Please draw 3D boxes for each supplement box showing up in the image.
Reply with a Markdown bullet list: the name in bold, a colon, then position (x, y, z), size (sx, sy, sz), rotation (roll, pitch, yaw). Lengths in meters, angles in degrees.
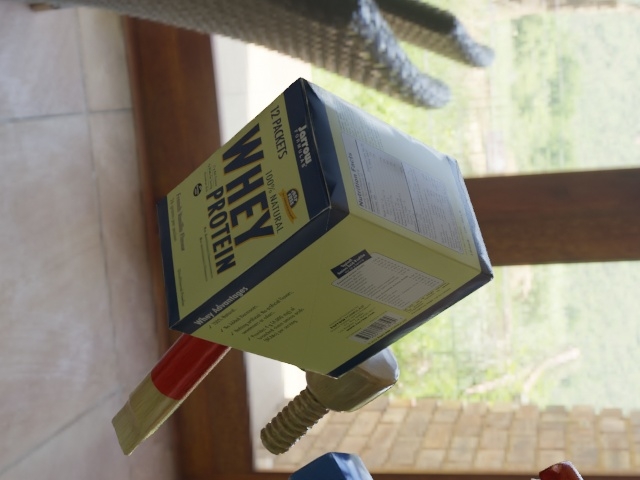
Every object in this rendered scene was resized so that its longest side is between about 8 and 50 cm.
- **supplement box**: position (0.000, 0.000, 0.367), size (0.083, 0.083, 0.056), rotation (23, 42, -40)

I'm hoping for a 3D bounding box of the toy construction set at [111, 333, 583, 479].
- **toy construction set**: position (0.006, 0.191, 0.514), size (0.309, 0.237, 0.257), rotation (49, 26, 11)
